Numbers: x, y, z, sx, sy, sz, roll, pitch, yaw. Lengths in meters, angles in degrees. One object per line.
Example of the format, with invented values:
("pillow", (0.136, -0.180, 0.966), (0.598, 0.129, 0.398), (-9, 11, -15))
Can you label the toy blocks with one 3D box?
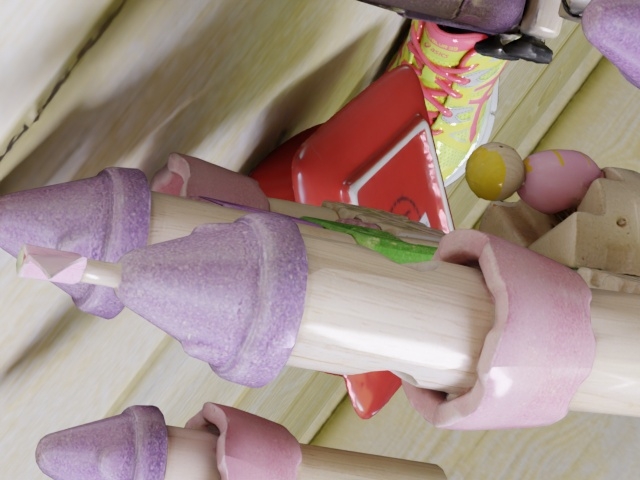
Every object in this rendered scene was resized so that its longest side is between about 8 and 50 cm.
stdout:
("toy blocks", (-0.003, -0.003, 0.632), (0.288, 0.260, 0.309), (-161, -97, -69))

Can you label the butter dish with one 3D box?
("butter dish", (0.000, 0.000, 0.936), (0.160, 0.118, 0.160), (-45, 125, -53))

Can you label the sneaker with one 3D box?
("sneaker", (0.077, -0.114, 1.036), (0.208, 0.081, 0.094), (-63, 163, 18))
